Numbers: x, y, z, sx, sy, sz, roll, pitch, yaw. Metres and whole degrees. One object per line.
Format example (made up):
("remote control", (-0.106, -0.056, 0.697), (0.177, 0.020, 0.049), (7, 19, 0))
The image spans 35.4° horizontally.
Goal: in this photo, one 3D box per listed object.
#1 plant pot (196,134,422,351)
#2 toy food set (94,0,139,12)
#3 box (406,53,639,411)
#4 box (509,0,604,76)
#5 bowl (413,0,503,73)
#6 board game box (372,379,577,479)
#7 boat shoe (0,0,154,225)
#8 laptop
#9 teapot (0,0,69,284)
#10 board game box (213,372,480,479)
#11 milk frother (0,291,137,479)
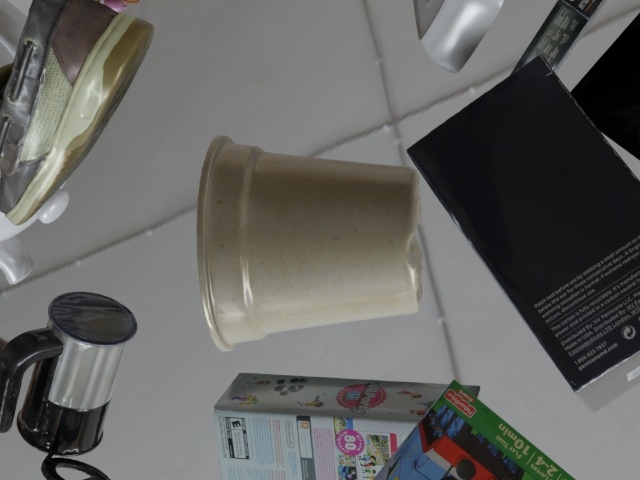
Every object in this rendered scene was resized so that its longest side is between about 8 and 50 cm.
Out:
("plant pot", (0.000, 0.000, 1.530), (0.305, 0.334, 0.334), (-2, -121, 8))
("toy food set", (-0.306, -0.361, 1.496), (0.078, 0.019, 0.122), (28, -141, 31))
("box", (0.285, 0.012, 1.149), (0.179, 0.343, 0.312), (-34, -111, 8))
("box", (0.338, -0.290, 1.400), (0.051, 0.220, 0.175), (36, -124, 7))
("bowl", (0.146, -0.277, 1.113), (0.142, 0.053, 0.142), (123, -29, -53))
("board game box", (0.092, 0.227, 0.703), (0.160, 0.039, 0.211), (39, -116, 10))
("boat shoe", (-0.172, -0.083, 0.625), (0.223, 0.073, 0.080), (-38, -161, 53))
("laptop", (0.501, -0.172, 1.291), (0.234, 0.264, 0.136), (-50, -160, 9))
("teapot", (-0.295, -0.084, 0.855), (0.187, 0.256, 0.252), (36, -81, 3))
("board game box", (0.039, 0.285, 1.202), (0.303, 0.224, 0.097), (1, -160, 16))
("milk frother", (-0.214, 0.145, 0.912), (0.143, 0.129, 0.135), (30, -63, 18))
